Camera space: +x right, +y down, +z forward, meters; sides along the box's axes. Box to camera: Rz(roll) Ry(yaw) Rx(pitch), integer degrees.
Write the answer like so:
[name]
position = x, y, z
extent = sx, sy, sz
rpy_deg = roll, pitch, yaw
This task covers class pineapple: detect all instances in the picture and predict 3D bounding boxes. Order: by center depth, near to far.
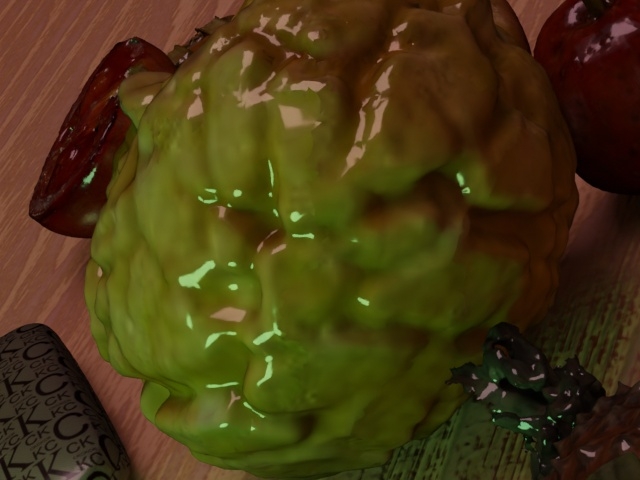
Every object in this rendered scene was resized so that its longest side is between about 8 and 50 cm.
[pineapple]
position = 0.181, 0.134, 1.027
extent = 0.175, 0.175, 0.361
rpy_deg = -38, 27, -3

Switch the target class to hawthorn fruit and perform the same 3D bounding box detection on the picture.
[hawthorn fruit]
position = 0.243, -0.135, 1.366
extent = 0.179, 0.200, 0.179
rpy_deg = -33, 28, 20

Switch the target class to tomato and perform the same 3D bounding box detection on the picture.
[tomato]
position = -0.206, -0.090, 1.896
extent = 0.200, 0.140, 0.233
rpy_deg = -36, 29, 46

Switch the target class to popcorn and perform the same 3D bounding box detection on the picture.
[popcorn]
position = 0.012, -0.002, 1.282
extent = 0.390, 0.344, 0.354
rpy_deg = -18, 64, 62

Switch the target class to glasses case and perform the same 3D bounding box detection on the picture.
[glasses case]
position = -0.262, 0.174, 1.601
extent = 0.137, 0.085, 0.355
rpy_deg = -39, 27, -4

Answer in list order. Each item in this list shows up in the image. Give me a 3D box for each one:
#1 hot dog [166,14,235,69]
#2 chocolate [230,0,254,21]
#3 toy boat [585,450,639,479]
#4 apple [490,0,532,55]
[hot dog]
position = -0.170, -0.182, 2.100
extent = 0.269, 0.072, 0.109
rpy_deg = -40, 24, -10
[chocolate]
position = 0.028, -0.288, 1.965
extent = 0.445, 0.162, 0.162
rpy_deg = -43, 26, -3
[toy boat]
position = 0.159, 0.240, 0.812
extent = 0.093, 0.055, 0.293
rpy_deg = -44, 54, 44
[apple]
position = 0.078, -0.153, 1.605
extent = 0.210, 0.173, 0.235
rpy_deg = -4, 47, -23
